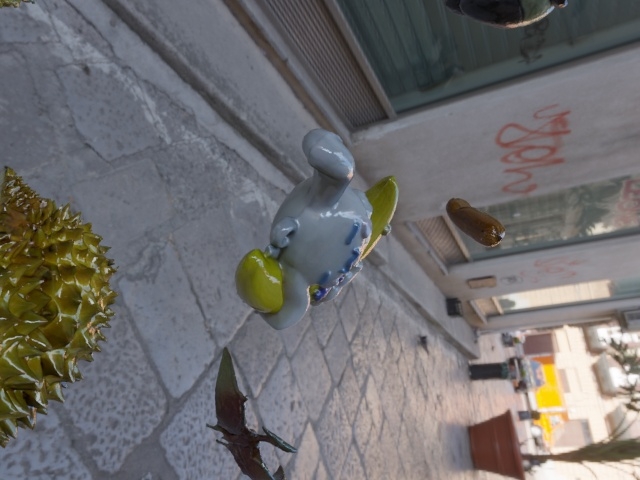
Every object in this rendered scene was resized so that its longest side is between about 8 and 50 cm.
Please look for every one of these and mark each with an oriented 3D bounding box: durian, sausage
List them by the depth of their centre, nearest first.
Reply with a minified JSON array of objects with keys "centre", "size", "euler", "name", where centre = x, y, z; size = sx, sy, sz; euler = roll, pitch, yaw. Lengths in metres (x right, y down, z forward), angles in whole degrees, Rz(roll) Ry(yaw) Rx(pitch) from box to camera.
[{"centre":[-0.251,0.089,0.374],"size":[0.249,0.183,0.138],"euler":[-55,140,-7],"name":"durian"},{"centre":[0.304,-0.037,0.956],"size":[0.183,0.062,0.054],"euler":[-128,-148,-57],"name":"sausage"}]

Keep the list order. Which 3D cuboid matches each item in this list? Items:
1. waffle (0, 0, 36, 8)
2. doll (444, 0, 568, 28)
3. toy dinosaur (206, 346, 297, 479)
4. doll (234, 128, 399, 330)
[{"centre":[-0.531,-0.474,0.699],"size":[0.245,0.052,0.254],"euler":[-74,151,-75],"name":"waffle"},{"centre":[0.295,-0.418,0.780],"size":[0.135,0.143,0.234],"euler":[21,26,-18],"name":"doll"},{"centre":[-0.156,0.404,1.058],"size":[0.327,0.206,0.113],"euler":[49,34,-3],"name":"toy dinosaur"},{"centre":[0.000,0.000,0.557],"size":[0.111,0.252,0.237],"euler":[47,25,25],"name":"doll"}]
